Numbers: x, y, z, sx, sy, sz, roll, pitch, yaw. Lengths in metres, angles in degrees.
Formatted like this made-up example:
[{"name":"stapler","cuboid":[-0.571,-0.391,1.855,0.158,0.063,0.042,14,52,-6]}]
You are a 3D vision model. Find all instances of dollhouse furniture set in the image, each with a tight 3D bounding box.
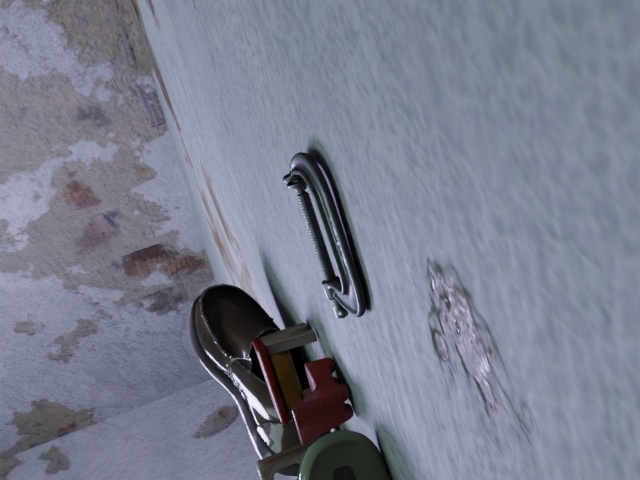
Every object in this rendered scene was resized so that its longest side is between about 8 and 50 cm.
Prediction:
[{"name":"dollhouse furniture set","cuboid":[-0.012,0.303,0.911,0.201,0.152,0.373,-170,61,-78]}]

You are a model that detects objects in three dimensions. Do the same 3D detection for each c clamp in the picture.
[{"name":"c clamp","cuboid":[0.000,0.000,0.651,0.137,0.022,0.160,-137,29,-69]}]

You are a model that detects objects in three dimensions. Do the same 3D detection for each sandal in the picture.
[{"name":"sandal","cuboid":[0.056,0.332,0.748,0.086,0.120,0.302,-30,79,65]}]

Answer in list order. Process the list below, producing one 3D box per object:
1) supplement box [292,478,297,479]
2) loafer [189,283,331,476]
[{"name":"supplement box","cuboid":[-0.008,0.569,1.497,0.111,0.114,0.219,142,109,-78]},{"name":"loafer","cuboid":[-0.077,0.169,1.154,0.366,0.134,0.130,48,130,42]}]
